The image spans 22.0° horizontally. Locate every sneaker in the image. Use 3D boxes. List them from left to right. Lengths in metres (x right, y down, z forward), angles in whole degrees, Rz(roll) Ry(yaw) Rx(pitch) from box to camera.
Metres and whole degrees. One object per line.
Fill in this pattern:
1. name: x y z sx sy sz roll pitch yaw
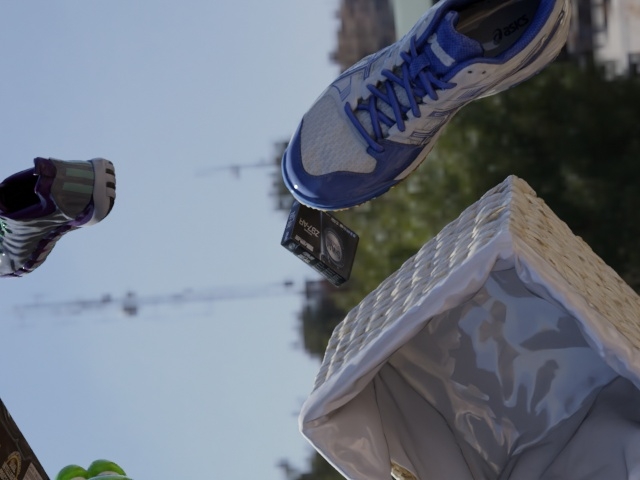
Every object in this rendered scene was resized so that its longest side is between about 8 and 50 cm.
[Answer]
1. sneaker: -0.296 -0.031 1.610 0.098 0.224 0.083 12 -121 -39
2. sneaker: 0.084 -0.144 1.398 0.112 0.296 0.131 49 174 12

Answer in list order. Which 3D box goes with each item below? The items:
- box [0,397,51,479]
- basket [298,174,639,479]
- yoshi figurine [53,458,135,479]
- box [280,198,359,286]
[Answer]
1. box: -0.415 0.126 1.382 0.395 0.318 0.097 80 -150 -62
2. basket: 0.204 0.163 1.833 0.328 0.331 0.266 44 -161 -9
3. yoshi figurine: -0.204 0.392 1.675 0.203 0.203 0.362 6 -117 -53
4. box: 0.000 0.000 1.737 0.083 0.018 0.067 37 -136 -22
